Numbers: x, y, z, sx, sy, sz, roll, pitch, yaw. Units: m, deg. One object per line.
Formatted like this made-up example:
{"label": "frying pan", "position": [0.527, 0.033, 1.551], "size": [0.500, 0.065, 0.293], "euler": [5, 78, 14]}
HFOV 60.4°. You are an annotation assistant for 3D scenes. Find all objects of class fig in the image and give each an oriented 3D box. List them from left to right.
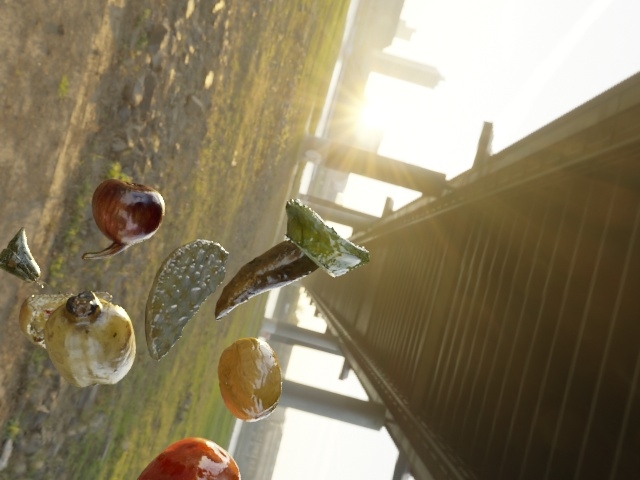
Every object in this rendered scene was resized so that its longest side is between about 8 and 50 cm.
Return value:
{"label": "fig", "position": [-0.488, -0.044, 1.374], "size": [0.175, 0.175, 0.207], "euler": [-113, -145, -86]}

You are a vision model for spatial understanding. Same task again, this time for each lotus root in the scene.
{"label": "lotus root", "position": [-0.453, 0.201, 1.090], "size": [0.146, 0.160, 0.284], "euler": [54, -32, 30]}

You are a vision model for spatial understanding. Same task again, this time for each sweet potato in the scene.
{"label": "sweet potato", "position": [-0.136, 0.089, 1.608], "size": [0.423, 0.130, 0.130], "euler": [-31, 164, -21]}

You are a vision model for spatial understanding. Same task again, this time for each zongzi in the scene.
{"label": "zongzi", "position": [-0.809, 0.051, 1.547], "size": [0.062, 0.154, 0.130], "euler": [-31, -150, 60]}

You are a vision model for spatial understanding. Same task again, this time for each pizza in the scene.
{"label": "pizza", "position": [-0.642, 0.217, 1.414], "size": [0.323, 0.223, 0.089], "euler": [115, -42, -58]}

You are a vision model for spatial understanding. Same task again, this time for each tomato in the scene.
{"label": "tomato", "position": [-0.285, 0.527, 1.169], "size": [0.232, 0.232, 0.188], "euler": [-79, 149, -62]}

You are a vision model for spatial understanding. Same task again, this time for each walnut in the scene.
{"label": "walnut", "position": [-0.168, 0.330, 1.310], "size": [0.159, 0.159, 0.206], "euler": [108, -27, -45]}

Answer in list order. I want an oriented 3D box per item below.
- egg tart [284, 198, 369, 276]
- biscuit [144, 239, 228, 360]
{"label": "egg tart", "position": [0.000, 0.000, 1.003], "size": [0.078, 0.197, 0.197], "euler": [-52, -179, -3]}
{"label": "biscuit", "position": [-0.271, 0.085, 1.084], "size": [0.290, 0.038, 0.141], "euler": [-58, 140, -46]}
